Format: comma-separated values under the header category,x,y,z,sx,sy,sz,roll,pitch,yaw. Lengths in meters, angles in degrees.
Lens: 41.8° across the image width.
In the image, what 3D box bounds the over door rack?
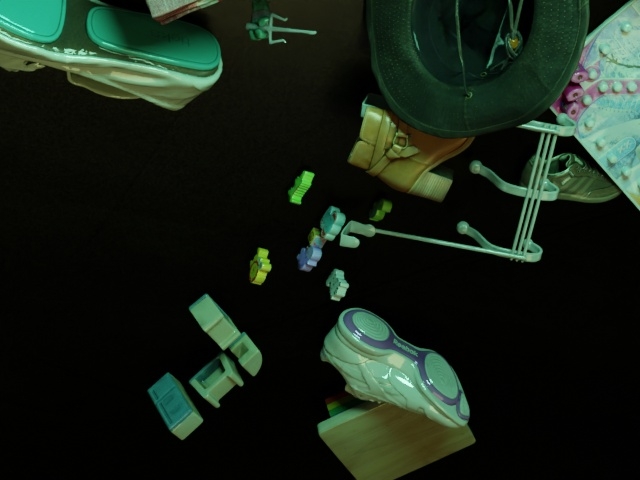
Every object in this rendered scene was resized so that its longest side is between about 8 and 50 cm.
category,x,y,z,sx,sy,sz,roll,pitch,yaw
over door rack,0.203,-0.101,1.293,0.324,0.108,0.240,6,118,-3

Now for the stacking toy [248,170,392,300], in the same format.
category,x,y,z,sx,sy,sz,roll,pitch,yaw
stacking toy,0.000,0.000,1.373,0.166,0.052,0.221,15,124,-26

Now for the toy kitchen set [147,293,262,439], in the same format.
category,x,y,z,sx,sy,sz,roll,pitch,yaw
toy kitchen set,-0.232,0.208,1.471,0.207,0.122,0.166,-42,131,-5

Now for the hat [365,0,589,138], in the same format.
category,x,y,z,sx,sy,sz,roll,pitch,yaw
hat,0.214,-0.289,1.069,0.134,0.331,0.331,-18,141,-43

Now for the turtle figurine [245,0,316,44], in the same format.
category,x,y,z,sx,sy,sz,roll,pitch,yaw
turtle figurine,-0.067,-0.335,1.020,0.234,0.118,0.175,11,128,-9

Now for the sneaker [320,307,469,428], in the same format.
category,x,y,z,sx,sy,sz,roll,pitch,yaw
sneaker,0.137,0.252,1.550,0.305,0.114,0.152,37,126,0

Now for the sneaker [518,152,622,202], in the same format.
category,x,y,z,sx,sy,sz,roll,pitch,yaw
sneaker,0.424,-0.108,1.386,0.188,0.066,0.071,-2,129,-15

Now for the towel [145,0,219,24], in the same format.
category,x,y,z,sx,sy,sz,roll,pitch,yaw
towel,-0.068,-0.399,0.922,0.328,0.237,0.037,-19,174,1

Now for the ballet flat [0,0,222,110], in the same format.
category,x,y,z,sx,sy,sz,roll,pitch,yaw
ballet flat,-0.320,-0.247,1.033,0.400,0.139,0.139,15,125,-27

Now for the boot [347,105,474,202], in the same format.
category,x,y,z,sx,sy,sz,roll,pitch,yaw
boot,0.135,-0.160,1.164,0.152,0.073,0.197,23,108,-2

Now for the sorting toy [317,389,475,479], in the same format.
category,x,y,z,sx,sy,sz,roll,pitch,yaw
sorting toy,0.151,0.369,1.708,0.257,0.089,0.255,-26,132,7

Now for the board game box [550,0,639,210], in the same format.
category,x,y,z,sx,sy,sz,roll,pitch,yaw
board game box,0.596,-0.232,1.285,0.390,0.050,0.390,-40,117,20
